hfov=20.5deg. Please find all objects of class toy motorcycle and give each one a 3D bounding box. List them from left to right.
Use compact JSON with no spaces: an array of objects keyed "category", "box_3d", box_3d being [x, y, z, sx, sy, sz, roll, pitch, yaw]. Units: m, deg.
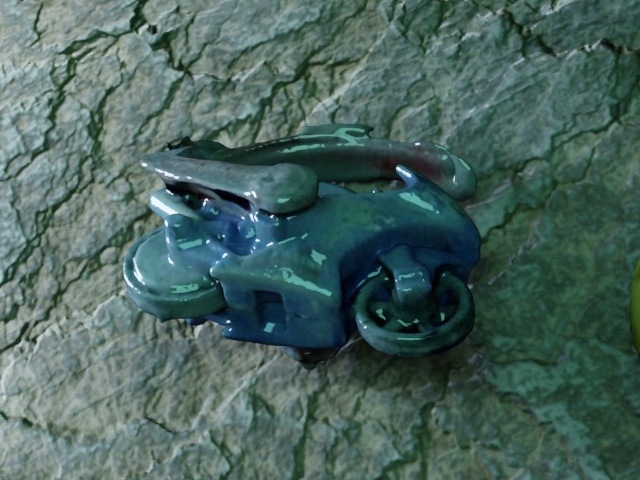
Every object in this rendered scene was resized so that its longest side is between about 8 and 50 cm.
[{"category":"toy motorcycle","box_3d":[-0.004,-0.016,1.498,0.319,0.182,0.241,9,68,20]}]

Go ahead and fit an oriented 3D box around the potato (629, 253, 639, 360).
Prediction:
[{"category":"potato","box_3d":[0.386,0.071,1.349,0.304,0.216,0.215,16,71,10]}]
